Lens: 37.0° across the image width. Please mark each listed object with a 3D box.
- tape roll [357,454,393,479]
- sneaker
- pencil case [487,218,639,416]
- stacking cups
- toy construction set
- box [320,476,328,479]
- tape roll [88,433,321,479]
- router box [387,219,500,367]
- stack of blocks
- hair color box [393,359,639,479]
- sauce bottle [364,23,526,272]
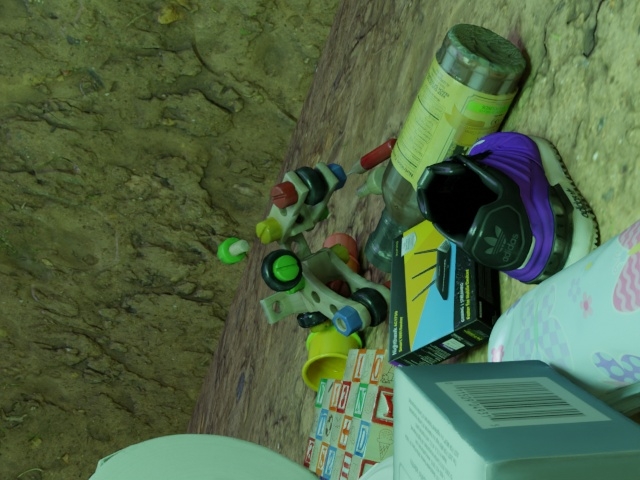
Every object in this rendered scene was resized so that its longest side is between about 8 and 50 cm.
[{"bbox_3d":[0.036,0.341,0.913,0.286,0.100,0.286,-51,0,0],"label":"tape roll"},{"bbox_3d":[0.164,-0.054,0.962,0.293,0.146,0.102,-102,29,-66],"label":"sneaker"},{"bbox_3d":[0.216,0.061,0.646,0.273,0.113,0.124,131,138,-66],"label":"pencil case"},{"bbox_3d":[0.021,0.113,1.602,0.316,0.096,0.096,-88,17,-52],"label":"stacking cups"},{"bbox_3d":[0.000,0.000,1.453,0.309,0.257,0.237,-55,14,-26],"label":"toy construction set"},{"bbox_3d":[0.017,0.392,1.426,0.081,0.028,0.136,119,164,-52],"label":"box"},{"bbox_3d":[-0.121,0.393,1.169,0.392,0.392,0.072,-95,22,-61],"label":"tape roll"},{"bbox_3d":[0.140,0.050,1.092,0.133,0.046,0.179,-33,38,38],"label":"router box"},{"bbox_3d":[0.065,0.233,1.238,0.297,0.087,0.171,152,132,-75],"label":"stack of blocks"},{"bbox_3d":[0.119,0.280,0.591,0.185,0.114,0.374,-142,51,-77],"label":"hair color box"},{"bbox_3d":[0.146,-0.103,1.222,0.111,0.111,0.344,-89,16,-50],"label":"sauce bottle"}]
